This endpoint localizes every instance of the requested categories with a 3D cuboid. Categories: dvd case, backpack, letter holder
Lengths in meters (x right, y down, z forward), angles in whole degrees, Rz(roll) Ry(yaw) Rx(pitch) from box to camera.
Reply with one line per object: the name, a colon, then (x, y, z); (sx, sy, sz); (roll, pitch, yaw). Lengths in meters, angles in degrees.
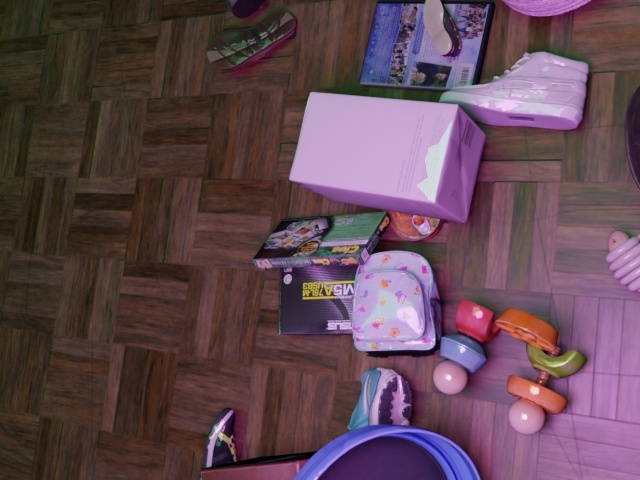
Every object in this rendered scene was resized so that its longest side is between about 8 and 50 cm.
dvd case: (0.208, -0.389, 1.503); (0.253, 0.022, 0.181); (11, 85, 30)
backpack: (0.136, 0.111, 1.380); (0.165, 0.144, 0.189); (-4, 70, 20)
letter holder: (-0.063, 0.502, 1.362); (0.301, 0.152, 0.215); (-22, 72, 46)

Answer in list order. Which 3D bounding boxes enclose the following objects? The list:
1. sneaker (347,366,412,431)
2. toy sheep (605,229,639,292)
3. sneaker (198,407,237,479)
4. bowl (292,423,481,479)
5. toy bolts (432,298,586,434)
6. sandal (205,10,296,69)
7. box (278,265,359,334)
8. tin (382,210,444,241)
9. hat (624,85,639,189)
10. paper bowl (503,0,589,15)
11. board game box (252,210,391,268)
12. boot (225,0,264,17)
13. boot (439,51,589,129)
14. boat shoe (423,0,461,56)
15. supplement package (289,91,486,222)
sneaker: (0.102, 0.371, 1.395); (0.110, 0.107, 0.276); (9, 89, 58)
toy sheep: (0.515, 0.039, 1.223); (0.091, 0.091, 0.132); (-40, 70, 17)
sneaker: (-0.191, 0.463, 1.548); (0.097, 0.084, 0.235); (12, 88, 6)
bowl: (0.096, 0.486, 1.224); (0.077, 0.391, 0.391); (11, 85, 63)
toy bolts: (0.288, 0.206, 1.249); (0.228, 0.218, 0.159); (21, 78, 37)
sandal: (-0.152, -0.442, 1.693); (0.219, 0.060, 0.090); (-27, 75, 7)
box: (0.006, 0.097, 1.511); (0.190, 0.045, 0.184); (-3, 77, 29)
tin: (0.168, -0.084, 1.461); (0.106, 0.040, 0.190); (-38, 65, 22)
hat: (0.626, -0.151, 1.168); (0.331, 0.134, 0.332); (-3, 74, 10)
paper bowl: (0.399, -0.556, 1.333); (0.284, 0.148, 0.284); (-7, 79, 39)
board game box: (0.000, 0.000, 1.476); (0.259, 0.030, 0.136); (-3, 35, 37)
boot: (-0.142, -0.683, 1.730); (0.264, 0.096, 0.281); (-37, 58, 26)
boot: (0.353, -0.280, 1.374); (0.258, 0.095, 0.124); (11, 80, 21)
boat shoe: (0.234, -0.413, 1.458); (0.049, 0.042, 0.133); (-32, 66, 42)
supplement package: (0.123, -0.153, 1.377); (0.292, 0.177, 0.175); (11, 85, 29)
